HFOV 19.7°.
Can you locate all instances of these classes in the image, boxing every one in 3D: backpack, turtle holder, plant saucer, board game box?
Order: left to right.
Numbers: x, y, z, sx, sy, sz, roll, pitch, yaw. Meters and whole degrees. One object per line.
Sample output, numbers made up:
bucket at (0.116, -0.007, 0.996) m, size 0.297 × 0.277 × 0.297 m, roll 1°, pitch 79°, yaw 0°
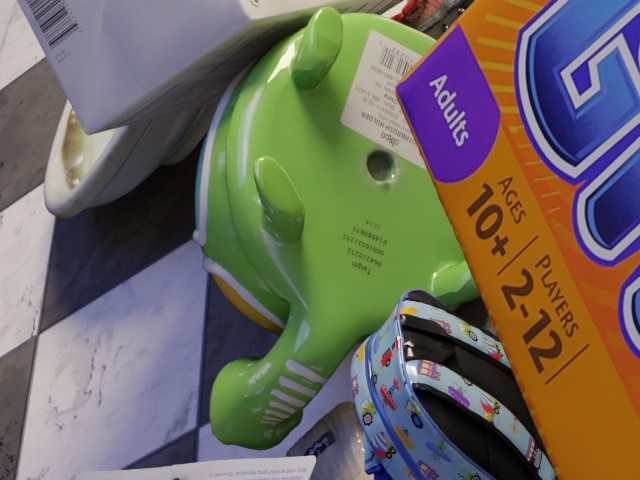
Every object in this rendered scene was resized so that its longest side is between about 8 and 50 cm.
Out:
plant saucer at (-0.151, -0.191, 1.864) m, size 0.400 × 0.100 × 0.400 m, roll -52°, pitch 22°, yaw 32°
turtle holder at (0.016, -0.007, 1.447) m, size 0.227 × 0.243 × 0.320 m, roll -27°, pitch 70°, yaw 60°
backpack at (0.084, 0.126, 1.247) m, size 0.117 × 0.173 × 0.158 m, roll -33°, pitch 37°, yaw 26°
board game box at (0.318, -0.010, 0.800) m, size 0.356 × 0.356 × 0.357 m, roll -45°, pitch 46°, yaw 29°

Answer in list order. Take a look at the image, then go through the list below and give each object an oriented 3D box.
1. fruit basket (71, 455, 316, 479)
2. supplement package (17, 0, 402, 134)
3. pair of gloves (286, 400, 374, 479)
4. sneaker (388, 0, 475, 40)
fruit basket at (-0.150, 0.329, 1.351) m, size 0.327 × 0.165 × 0.353 m, roll -13°, pitch 45°, yaw 49°
supplement package at (-0.091, -0.233, 1.510) m, size 0.198 × 0.199 × 0.262 m, roll -31°, pitch -6°, yaw 36°
pair of gloves at (-0.016, 0.262, 1.355) m, size 0.240 × 0.042 × 0.204 m, roll -49°, pitch 38°, yaw 16°
sneaker at (0.096, -0.158, 1.585) m, size 0.276 × 0.097 × 0.135 m, roll -32°, pitch 37°, yaw 31°
